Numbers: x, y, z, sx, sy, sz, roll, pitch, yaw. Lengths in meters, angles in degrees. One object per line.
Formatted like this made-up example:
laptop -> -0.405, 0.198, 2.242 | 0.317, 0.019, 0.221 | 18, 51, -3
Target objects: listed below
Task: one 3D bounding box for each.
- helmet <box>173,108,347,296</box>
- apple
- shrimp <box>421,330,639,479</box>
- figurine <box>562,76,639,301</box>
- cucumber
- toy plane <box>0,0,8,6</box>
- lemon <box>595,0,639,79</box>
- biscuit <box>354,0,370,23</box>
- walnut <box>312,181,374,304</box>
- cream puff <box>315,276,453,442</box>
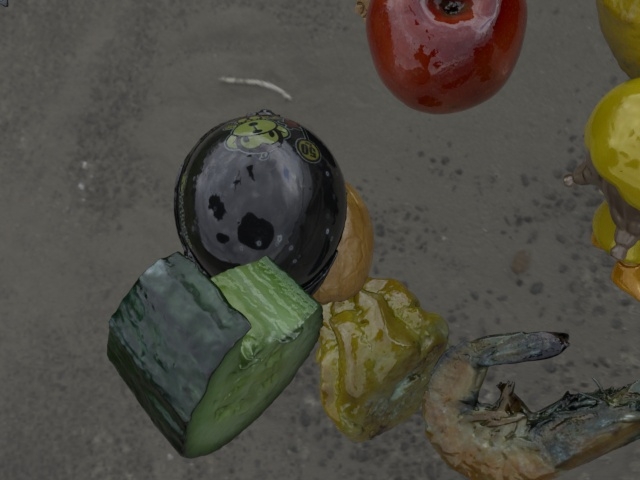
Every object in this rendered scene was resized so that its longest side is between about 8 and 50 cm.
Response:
helmet -> -0.070, -0.033, 0.995 | 0.160, 0.230, 0.279 | 174, 95, -77
apple -> 0.205, -0.338, 1.236 | 0.260, 0.216, 0.260 | -1, 78, 5
shrimp -> 0.359, 0.235, 1.187 | 0.445, 0.085, 0.272 | -26, 101, 26
figurine -> 0.460, -0.068, 1.088 | 0.187, 0.344, 0.215 | -25, 52, -11
cucumber -> -0.096, 0.105, 0.736 | 0.191, 0.191, 0.130 | -48, 66, 17
toy plane -> -0.318, -0.236, 0.532 | 0.058, 0.226, 0.226 | -7, 72, 46
lemon -> 0.545, -0.360, 1.121 | 0.285, 0.285, 0.316 | 26, 132, 39
biscuit -> 0.157, -0.514, 1.573 | 0.184, 0.027, 0.133 | -1, 117, 13
walnut -> 0.000, 0.000, 1.175 | 0.165, 0.165, 0.197 | 8, 104, 39
cream puff -> 0.098, 0.222, 1.558 | 0.291, 0.324, 0.257 | -37, 58, -7
